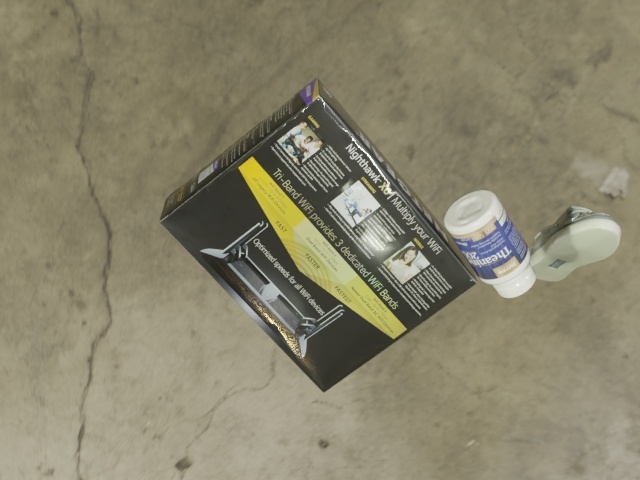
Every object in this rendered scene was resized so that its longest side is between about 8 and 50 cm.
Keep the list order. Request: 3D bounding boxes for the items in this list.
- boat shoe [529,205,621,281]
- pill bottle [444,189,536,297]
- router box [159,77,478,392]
[{"bbox_3d":[0.356,-0.008,1.526,0.079,0.227,0.081,17,70,-9],"label":"boat shoe"},{"bbox_3d":[0.195,0.007,1.207,0.067,0.067,0.120,-49,120,-23],"label":"pill bottle"},{"bbox_3d":[0.000,0.000,1.288,0.243,0.081,0.309,-36,110,14],"label":"router box"}]
